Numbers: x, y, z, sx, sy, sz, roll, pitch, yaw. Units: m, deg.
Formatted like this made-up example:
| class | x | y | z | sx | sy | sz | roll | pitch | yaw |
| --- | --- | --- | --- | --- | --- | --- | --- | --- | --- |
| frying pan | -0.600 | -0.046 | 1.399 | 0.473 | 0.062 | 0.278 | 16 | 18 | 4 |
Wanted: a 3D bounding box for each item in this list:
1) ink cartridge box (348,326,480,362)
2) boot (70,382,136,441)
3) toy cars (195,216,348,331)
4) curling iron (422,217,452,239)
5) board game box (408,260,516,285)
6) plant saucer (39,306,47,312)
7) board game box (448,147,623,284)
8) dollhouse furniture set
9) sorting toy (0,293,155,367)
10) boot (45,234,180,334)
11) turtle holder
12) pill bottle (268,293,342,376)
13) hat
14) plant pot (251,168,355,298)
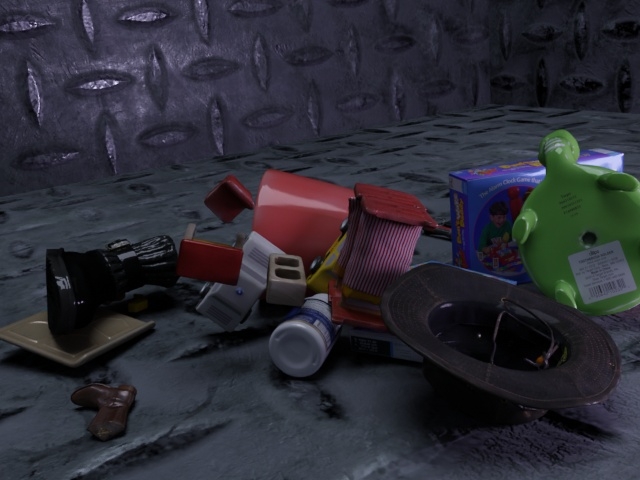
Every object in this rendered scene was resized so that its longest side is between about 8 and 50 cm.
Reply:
| class | x | y | z | sx | sy | sz | roll | pitch | yaw |
| --- | --- | --- | --- | --- | --- | --- | --- | --- | --- |
| ink cartridge box | 0.184 | 0.147 | 1.201 | 0.206 | 0.045 | 0.208 | 4 | 17 | 28 |
| boot | -0.334 | 0.257 | 1.051 | 0.106 | 0.037 | 0.114 | -8 | 22 | 1 |
| toy cars | -0.044 | 0.061 | 1.275 | 0.393 | 0.177 | 0.087 | -13 | 14 | -1 |
| curling iron | 0.345 | -0.018 | 1.699 | 0.068 | 0.035 | 0.274 | -17 | 20 | -32 |
| board game box | 0.219 | 0.084 | 1.277 | 0.160 | 0.039 | 0.211 | -12 | 16 | -32 |
| plant saucer | -0.538 | 0.151 | 1.475 | 0.119 | 0.021 | 0.119 | -6 | 17 | 2 |
| board game box | 0.436 | -0.043 | 1.419 | 0.346 | 0.234 | 0.078 | -10 | 18 | -14 |
| dollhouse furniture set | -0.031 | 0.006 | 1.123 | 0.373 | 0.201 | 0.152 | 10 | 19 | -8 |
| sorting toy | -0.440 | 0.165 | 1.364 | 0.229 | 0.041 | 0.307 | 10 | 17 | 23 |
| boot | -0.396 | 0.073 | 1.376 | 0.260 | 0.131 | 0.348 | -3 | 16 | -20 |
| turtle holder | 0.461 | -0.020 | 1.258 | 0.320 | 0.243 | 0.227 | 44 | 17 | 21 |
| pill bottle | -0.017 | 0.150 | 1.180 | 0.094 | 0.094 | 0.169 | 0 | 16 | 17 |
| hat | 0.234 | 0.166 | 0.985 | 0.331 | 0.134 | 0.331 | 9 | 28 | -5 |
| plant pot | 0.000 | 0.000 | 1.431 | 0.243 | 0.275 | 0.275 | 6 | 18 | 5 |
